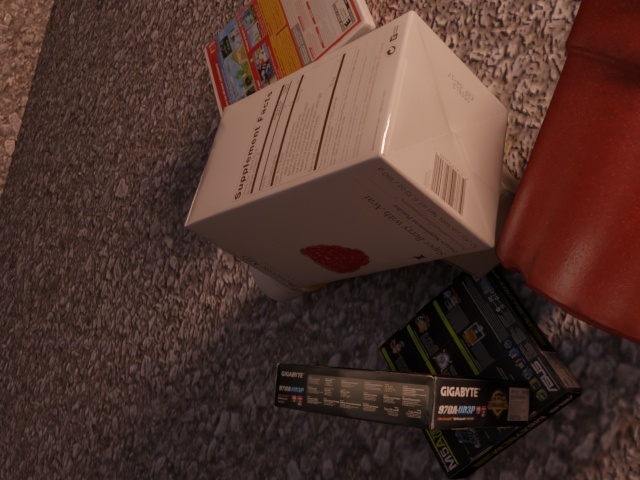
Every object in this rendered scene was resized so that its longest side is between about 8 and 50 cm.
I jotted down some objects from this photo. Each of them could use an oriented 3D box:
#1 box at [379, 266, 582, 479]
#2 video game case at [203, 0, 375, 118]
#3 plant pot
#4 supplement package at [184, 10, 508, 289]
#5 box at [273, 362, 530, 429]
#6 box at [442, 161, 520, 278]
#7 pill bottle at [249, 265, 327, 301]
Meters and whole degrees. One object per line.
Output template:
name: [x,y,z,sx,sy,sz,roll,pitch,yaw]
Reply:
box: [0.178,0.151,0.820,0.184,0.045,0.190,-49,49,27]
video game case: [-0.059,-0.296,1.021,0.285,0.025,0.204,-35,58,31]
plant pot: [0.302,-0.062,0.613,0.272,0.273,0.265,39,115,44]
supplement package: [0.025,-0.075,0.750,0.293,0.178,0.175,-15,52,44]
box: [0.086,0.167,0.750,0.220,0.175,0.051,-6,76,45]
box: [0.150,-0.093,0.849,0.113,0.094,0.275,-45,42,23]
pill bottle: [0.000,0.000,0.988,0.208,0.119,0.119,-34,56,34]
